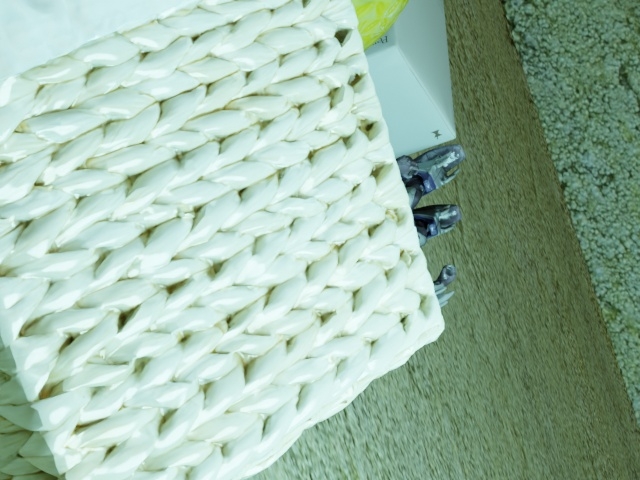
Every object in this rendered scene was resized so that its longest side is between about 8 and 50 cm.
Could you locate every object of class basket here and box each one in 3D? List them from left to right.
[{"bbox_3d":[-0.161,0.004,0.817,0.331,0.328,0.266,-30,103,-50],"label":"basket"}]

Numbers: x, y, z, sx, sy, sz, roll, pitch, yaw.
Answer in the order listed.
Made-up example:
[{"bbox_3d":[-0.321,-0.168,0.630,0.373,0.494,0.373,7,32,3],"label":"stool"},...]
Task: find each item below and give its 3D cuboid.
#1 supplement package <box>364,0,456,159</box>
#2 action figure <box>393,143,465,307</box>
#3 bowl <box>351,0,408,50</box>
[{"bbox_3d":[0.047,-0.252,1.891,0.175,0.177,0.293,52,27,-43],"label":"supplement package"},{"bbox_3d":[0.096,-0.021,1.726,0.285,0.099,0.185,-49,127,-65],"label":"action figure"},{"bbox_3d":[-0.058,-0.253,1.606,0.289,0.289,0.156,-69,179,-60],"label":"bowl"}]
